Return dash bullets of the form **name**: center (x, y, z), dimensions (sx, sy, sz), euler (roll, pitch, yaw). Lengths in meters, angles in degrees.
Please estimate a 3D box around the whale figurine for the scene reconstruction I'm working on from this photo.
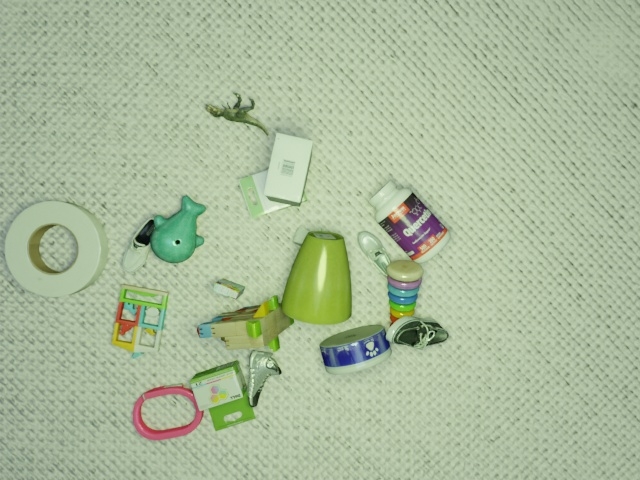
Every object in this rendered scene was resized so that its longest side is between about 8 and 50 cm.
- **whale figurine**: center (-0.548, -0.041, 1.711), dimensions (0.216, 0.141, 0.272), euler (32, 78, -25)

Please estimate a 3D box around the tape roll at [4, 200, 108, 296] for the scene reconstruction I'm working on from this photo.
- **tape roll**: center (-1.063, 0.035, 1.758), dimensions (0.391, 0.072, 0.393), euler (0, 92, 0)

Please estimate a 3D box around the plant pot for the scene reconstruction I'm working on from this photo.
- **plant pot**: center (0.001, 0.122, 1.625), dimensions (0.274, 0.275, 0.294), euler (7, 105, 0)

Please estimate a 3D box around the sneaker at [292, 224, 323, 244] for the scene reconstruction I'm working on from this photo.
- **sneaker**: center (0.000, 0.000, 1.757), dimensions (0.212, 0.080, 0.094), euler (21, 79, 1)

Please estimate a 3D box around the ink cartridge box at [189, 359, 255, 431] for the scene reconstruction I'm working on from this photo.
- **ink cartridge box**: center (-0.389, 0.642, 1.758), dimensions (0.188, 0.097, 0.256), euler (-18, 90, 1)

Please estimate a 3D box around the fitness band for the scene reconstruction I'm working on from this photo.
- **fitness band**: center (-0.624, 0.703, 1.782), dimensions (0.290, 0.054, 0.209), euler (-11, 92, 2)

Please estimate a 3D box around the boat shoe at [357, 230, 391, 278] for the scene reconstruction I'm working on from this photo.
- **boat shoe**: center (0.233, 0.055, 1.752), dimensions (0.083, 0.076, 0.226), euler (-40, 91, 1)

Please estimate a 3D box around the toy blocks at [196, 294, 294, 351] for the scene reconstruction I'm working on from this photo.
- **toy blocks**: center (-0.285, 0.321, 1.644), dimensions (0.260, 0.381, 0.191), euler (-8, 92, 15)

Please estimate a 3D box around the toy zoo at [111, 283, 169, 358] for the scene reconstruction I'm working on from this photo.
- **toy zoo**: center (-0.741, 0.340, 1.784), dimensions (0.192, 0.030, 0.294), euler (11, 91, 0)

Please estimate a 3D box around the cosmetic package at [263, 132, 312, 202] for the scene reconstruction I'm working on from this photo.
- **cosmetic package**: center (-0.115, -0.253, 1.620), dimensions (0.138, 0.224, 0.224), euler (12, 90, -4)

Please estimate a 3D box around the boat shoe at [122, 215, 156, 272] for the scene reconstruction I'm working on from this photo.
- **boat shoe**: center (-0.727, 0.014, 1.749), dimensions (0.095, 0.084, 0.258), euler (27, 91, -1)

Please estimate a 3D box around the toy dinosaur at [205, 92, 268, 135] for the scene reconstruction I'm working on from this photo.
- **toy dinosaur**: center (-0.319, -0.521, 1.749), dimensions (0.267, 0.064, 0.118), euler (19, 106, -1)

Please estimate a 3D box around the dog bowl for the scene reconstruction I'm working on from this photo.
- **dog bowl**: center (0.133, 0.413, 1.667), dimensions (0.264, 0.265, 0.104), euler (-17, 89, 1)

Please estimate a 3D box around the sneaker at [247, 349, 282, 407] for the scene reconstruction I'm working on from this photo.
- **sneaker**: center (-0.224, 0.562, 1.763), dimensions (0.132, 0.086, 0.229), euler (2, 90, -2)

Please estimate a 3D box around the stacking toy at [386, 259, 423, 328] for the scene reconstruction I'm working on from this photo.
- **stacking toy**: center (0.317, 0.250, 1.700), dimensions (0.141, 0.141, 0.331), euler (1, 112, 0)

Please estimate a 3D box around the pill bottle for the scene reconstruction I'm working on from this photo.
- **pill bottle**: center (0.338, -0.076, 1.696), dimensions (0.181, 0.181, 0.323), euler (-44, 91, 1)

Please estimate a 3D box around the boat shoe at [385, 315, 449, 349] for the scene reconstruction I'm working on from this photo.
- **boat shoe**: center (0.378, 0.363, 1.661), dimensions (0.306, 0.105, 0.113), euler (13, 105, -43)

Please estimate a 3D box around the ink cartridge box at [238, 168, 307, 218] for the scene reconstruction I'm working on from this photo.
- **ink cartridge box**: center (-0.190, -0.203, 1.757), dimensions (0.234, 0.056, 0.171), euler (-19, 91, 1)

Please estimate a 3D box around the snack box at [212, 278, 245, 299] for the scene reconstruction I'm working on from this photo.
- **snack box**: center (-0.361, 0.190, 1.724), dimensions (0.100, 0.141, 0.037), euler (22, 92, 0)
